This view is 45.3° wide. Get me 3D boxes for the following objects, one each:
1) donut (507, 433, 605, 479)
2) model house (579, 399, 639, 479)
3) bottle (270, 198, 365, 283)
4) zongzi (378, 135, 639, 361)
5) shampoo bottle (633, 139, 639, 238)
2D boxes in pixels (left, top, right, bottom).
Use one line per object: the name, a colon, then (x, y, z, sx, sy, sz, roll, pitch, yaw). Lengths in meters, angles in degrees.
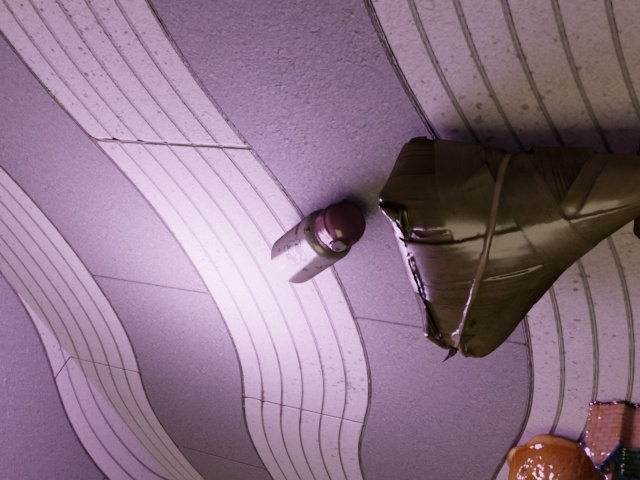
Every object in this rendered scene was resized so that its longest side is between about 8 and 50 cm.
donut: (0.595, 0.592, 1.818, 0.317, 0.150, 0.299, 21, 140, 9)
model house: (0.653, 0.444, 1.580, 0.183, 0.172, 0.166, -17, 124, 43)
bottle: (0.000, 0.000, 1.513, 0.110, 0.110, 0.233, 38, 143, -14)
zongzi: (0.364, 0.072, 1.251, 0.467, 0.218, 0.500, 9, 138, 33)
shampoo bottle: (0.493, -0.097, 1.115, 0.068, 0.067, 0.236, 14, 142, 30)
